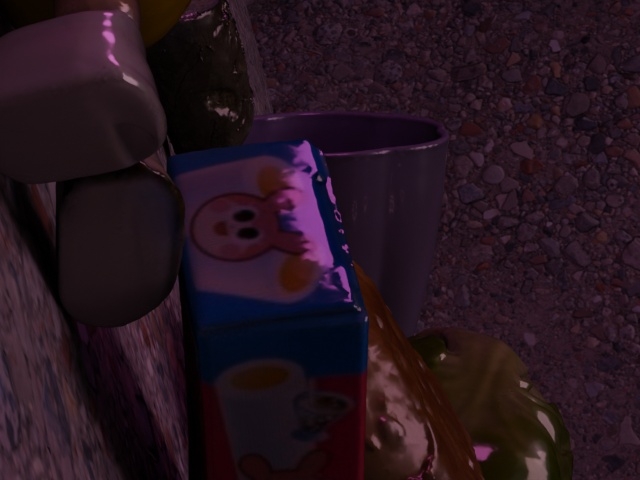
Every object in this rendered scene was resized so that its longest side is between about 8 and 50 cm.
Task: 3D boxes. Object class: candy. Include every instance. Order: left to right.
[{"bbox_3d":[-0.033,0.106,1.127,0.157,0.100,0.305,-103,-169,-47],"label":"candy"}]

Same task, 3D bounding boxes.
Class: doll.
[{"bbox_3d":[-0.123,-0.165,1.042,0.423,0.161,0.348,-102,-163,-59],"label":"doll"}]

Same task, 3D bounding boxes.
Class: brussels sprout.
[{"bbox_3d":[0.106,0.241,1.757,0.289,0.281,0.354,81,26,-45],"label":"brussels sprout"}]

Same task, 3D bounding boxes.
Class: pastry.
[{"bbox_3d":[0.010,0.165,1.455,0.315,0.184,0.284,55,8,-41],"label":"pastry"}]

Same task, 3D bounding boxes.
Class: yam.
[{"bbox_3d":[-0.119,-0.163,1.719,0.107,0.107,0.183,-103,179,-49],"label":"yam"}]

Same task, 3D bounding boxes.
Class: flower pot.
[{"bbox_3d":[0.000,0.000,1.909,0.265,0.265,0.243,-98,-171,-75],"label":"flower pot"}]
